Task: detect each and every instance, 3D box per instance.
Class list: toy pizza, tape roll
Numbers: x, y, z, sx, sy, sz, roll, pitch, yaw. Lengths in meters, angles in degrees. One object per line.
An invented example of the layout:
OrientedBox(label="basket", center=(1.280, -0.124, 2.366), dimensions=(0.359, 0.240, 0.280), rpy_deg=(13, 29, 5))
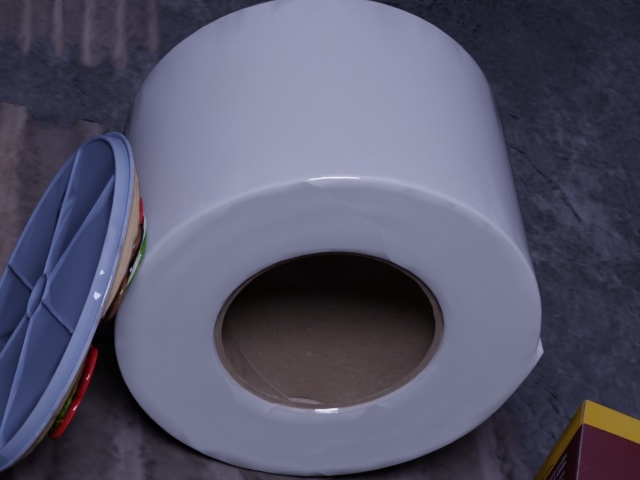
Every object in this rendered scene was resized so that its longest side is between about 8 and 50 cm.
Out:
OrientedBox(label="toy pizza", center=(-0.143, 0.036, 0.925), dimensions=(0.032, 0.201, 0.201), rpy_deg=(23, 37, -22))
OrientedBox(label="tape roll", center=(0.000, 0.000, 0.998), dimensions=(0.246, 0.246, 0.169), rpy_deg=(11, 41, -16))

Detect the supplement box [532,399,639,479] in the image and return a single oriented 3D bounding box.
OrientedBox(label="supplement box", center=(0.147, 0.230, 0.855), dimensions=(0.129, 0.191, 0.194), rpy_deg=(22, 38, -3))
